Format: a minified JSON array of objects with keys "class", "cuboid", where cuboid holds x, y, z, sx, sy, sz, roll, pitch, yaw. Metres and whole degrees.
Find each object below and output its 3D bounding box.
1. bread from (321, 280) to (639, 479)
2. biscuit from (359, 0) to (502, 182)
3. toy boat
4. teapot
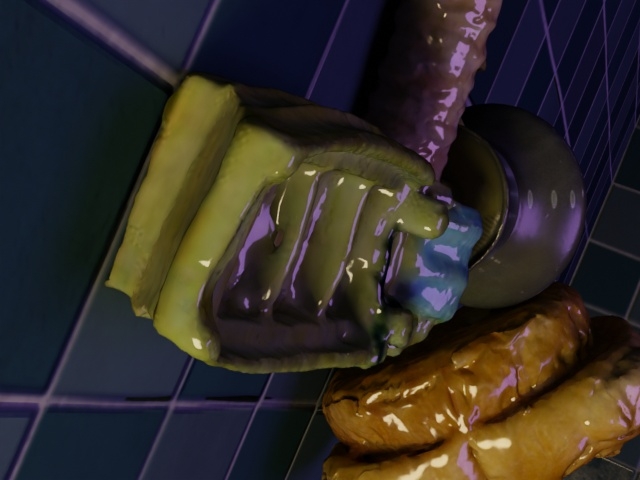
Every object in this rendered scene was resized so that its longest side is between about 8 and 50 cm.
[{"class":"bread","cuboid":[0.107,0.111,0.747,0.198,0.236,0.120,-34,101,-83]},{"class":"biscuit","cuboid":[0.051,-0.073,0.602,0.061,0.055,0.219,-16,125,-62]},{"class":"toy boat","cuboid":[-0.005,-0.002,0.486,0.111,0.084,0.276,-68,159,6]},{"class":"teapot","cuboid":[0.092,-0.040,0.690,0.119,0.130,0.166,2,77,-56]}]
